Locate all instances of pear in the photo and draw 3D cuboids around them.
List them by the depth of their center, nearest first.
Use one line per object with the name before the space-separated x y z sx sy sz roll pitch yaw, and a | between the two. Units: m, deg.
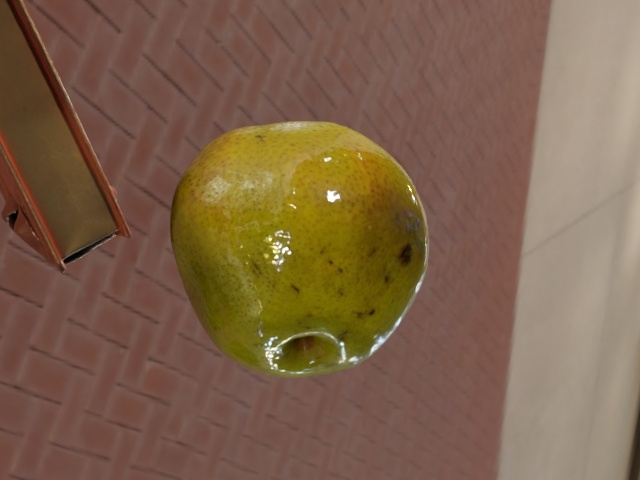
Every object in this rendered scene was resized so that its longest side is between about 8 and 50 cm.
pear | 0.000 0.000 0.534 0.141 0.104 0.141 24 61 -53

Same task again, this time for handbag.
handbag | -0.180 -0.081 0.583 0.063 0.127 0.190 -30 116 -18
